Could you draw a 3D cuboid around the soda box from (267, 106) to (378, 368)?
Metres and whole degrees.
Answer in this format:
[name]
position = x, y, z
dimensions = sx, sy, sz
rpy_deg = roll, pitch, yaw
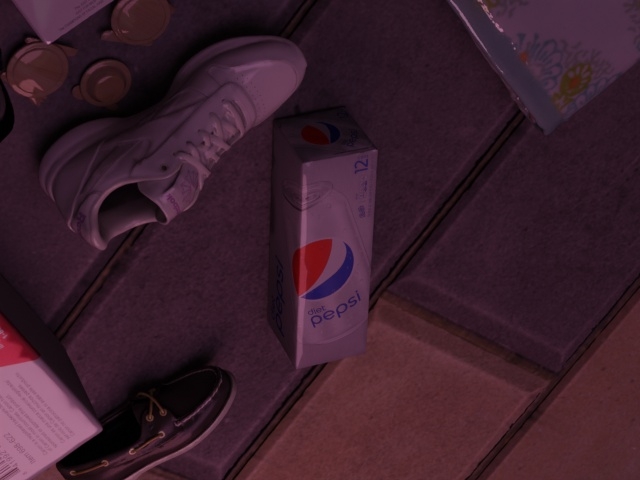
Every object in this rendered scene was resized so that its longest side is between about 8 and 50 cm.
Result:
[soda box]
position = 0.000, 0.000, 2.185
dimensions = 0.091, 0.098, 0.286
rpy_deg = -11, 128, -19

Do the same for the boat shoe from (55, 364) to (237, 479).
[boat shoe]
position = -0.201, 0.215, 2.249
dimensions = 0.227, 0.081, 0.069
rpy_deg = -37, 135, 5

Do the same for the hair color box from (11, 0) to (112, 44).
[hair color box]
position = -0.276, -0.365, 1.777
dimensions = 0.185, 0.110, 0.339
rpy_deg = -34, 132, -1

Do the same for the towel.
[towel]
position = 0.279, -0.326, 2.095
dimensions = 0.320, 0.090, 0.374
rpy_deg = -37, 131, 3

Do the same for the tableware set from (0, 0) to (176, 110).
[tableware set]
position = -0.235, -0.201, 1.974
dimensions = 0.141, 0.020, 0.169
rpy_deg = 17, 114, -34

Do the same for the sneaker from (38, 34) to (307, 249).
[sneaker]
position = -0.135, -0.094, 2.011
dimensions = 0.305, 0.152, 0.114
rpy_deg = -32, 140, -1

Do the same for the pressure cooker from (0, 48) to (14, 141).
[pressure cooker]
position = -0.469, -0.133, 1.677
dimensions = 0.420, 0.370, 0.375
rpy_deg = -41, 135, 11

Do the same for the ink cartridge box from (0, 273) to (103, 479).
[ink cartridge box]
position = -0.472, 0.185, 2.040
dimensions = 0.384, 0.160, 0.279
rpy_deg = -35, 131, 0
